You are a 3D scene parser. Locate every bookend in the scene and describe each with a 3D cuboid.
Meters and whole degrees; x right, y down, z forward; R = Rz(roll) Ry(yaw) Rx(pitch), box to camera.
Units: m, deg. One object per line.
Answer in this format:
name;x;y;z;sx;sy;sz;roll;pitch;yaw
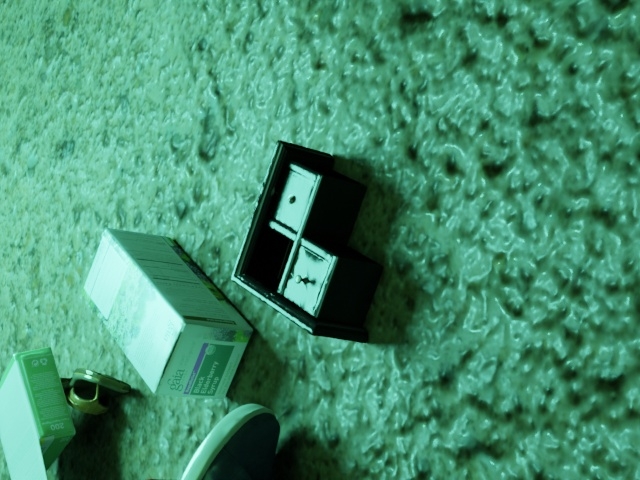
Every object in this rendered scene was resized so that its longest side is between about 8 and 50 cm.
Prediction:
bookend;0.000;0.000;1.216;0.157;0.072;0.156;31;105;49

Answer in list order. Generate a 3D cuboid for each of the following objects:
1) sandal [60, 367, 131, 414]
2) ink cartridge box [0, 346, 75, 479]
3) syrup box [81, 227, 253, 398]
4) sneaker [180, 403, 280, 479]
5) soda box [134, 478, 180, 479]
sandal;-0.295;0.197;1.528;0.180;0.072;0.049;-21;53;53
ink cartridge box;-0.357;0.276;1.544;0.171;0.056;0.235;-49;57;53
syrup box;-0.182;0.081;1.399;0.237;0.096;0.093;41;115;47
sneaker;-0.079;0.343;1.204;0.148;0.131;0.350;15;87;30
soda box;-0.181;0.397;1.328;0.092;0.083;0.263;-18;68;48
